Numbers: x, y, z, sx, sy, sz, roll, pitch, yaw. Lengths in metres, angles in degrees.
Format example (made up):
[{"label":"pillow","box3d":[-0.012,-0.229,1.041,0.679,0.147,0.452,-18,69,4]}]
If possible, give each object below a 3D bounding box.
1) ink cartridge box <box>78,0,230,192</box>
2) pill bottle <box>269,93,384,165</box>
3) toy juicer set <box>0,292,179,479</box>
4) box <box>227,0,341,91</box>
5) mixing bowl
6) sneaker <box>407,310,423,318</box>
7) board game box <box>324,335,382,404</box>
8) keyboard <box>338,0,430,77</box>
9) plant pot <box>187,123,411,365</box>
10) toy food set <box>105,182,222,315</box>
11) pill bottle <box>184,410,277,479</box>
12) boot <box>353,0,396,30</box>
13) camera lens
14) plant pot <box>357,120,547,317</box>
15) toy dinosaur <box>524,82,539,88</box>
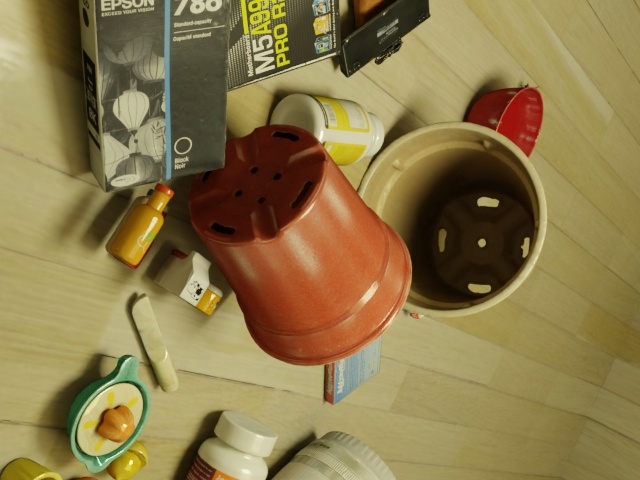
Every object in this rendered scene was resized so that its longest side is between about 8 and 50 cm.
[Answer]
[{"label":"ink cartridge box","box3d":[-0.192,-0.220,1.094,0.165,0.065,0.333,-15,131,-24]},{"label":"pill bottle","box3d":[0.016,-0.166,1.434,0.184,0.103,0.103,-2,112,-52]},{"label":"toy juicer set","box3d":[-0.279,0.263,1.324,0.329,0.089,0.209,-55,144,-15]},{"label":"box","box3d":[-0.083,-0.331,1.172,0.216,0.060,0.270,-22,134,-21]},{"label":"mixing bowl","box3d":[0.347,-0.225,1.834,0.181,0.098,0.181,-31,134,-39]},{"label":"sneaker","box3d":[0.189,0.127,1.877,0.161,0.057,0.075,-16,117,-51]},{"label":"board game box","box3d":[0.066,0.163,1.765,0.145,0.027,0.281,-29,132,-42]},{"label":"keyboard","box3d":[0.100,-0.324,1.464,0.180,0.023,0.108,-38,149,-14]},{"label":"plant pot","box3d":[-0.038,-0.005,1.319,0.272,0.272,0.265,-52,142,-17]},{"label":"toy food set","box3d":[-0.199,0.007,1.252,0.104,0.111,0.232,-59,144,-9]},{"label":"pill bottle","box3d":[-0.160,0.400,1.534,0.121,0.121,0.221,22,93,-55]},{"label":"boot","box3d":[0.044,-0.403,1.375,0.264,0.096,0.280,-48,154,-25]},{"label":"camera lens","box3d":[-0.010,0.511,1.710,0.274,0.219,0.219,-39,137,-32]},{"label":"plant pot","box3d":[0.266,-0.016,1.702,0.334,0.333,0.305,-66,156,2]},{"label":"toy dinosaur","box3d":[0.440,-0.283,1.950,0.047,0.090,0.082,-46,112,0]}]
